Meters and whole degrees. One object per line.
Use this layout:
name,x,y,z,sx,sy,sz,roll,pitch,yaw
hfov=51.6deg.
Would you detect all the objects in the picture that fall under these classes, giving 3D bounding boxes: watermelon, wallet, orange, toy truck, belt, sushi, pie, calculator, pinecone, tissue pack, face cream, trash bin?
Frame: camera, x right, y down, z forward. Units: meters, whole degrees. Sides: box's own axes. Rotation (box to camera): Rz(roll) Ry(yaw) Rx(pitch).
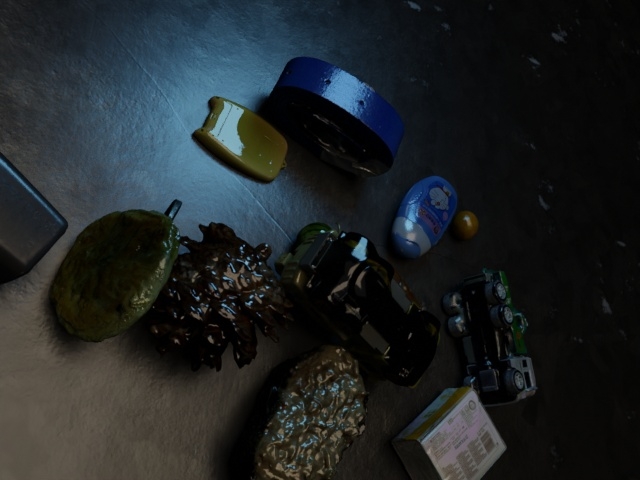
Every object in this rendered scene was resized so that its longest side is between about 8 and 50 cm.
watermelon,-0.005,0.005,1.554,0.109,0.109,0.109,11,68,-30
wallet,0.194,0.139,1.689,0.176,0.026,0.095,53,52,-7
orange,0.407,-0.041,1.861,0.085,0.085,0.085,11,68,-30
toy truck,0.079,0.151,1.472,0.405,0.254,0.181,48,64,-28
belt,0.039,-0.296,1.624,0.347,0.212,0.117,32,58,-16
sushi,-0.039,0.383,1.364,0.211,0.171,0.350,46,54,-10
pie,-0.381,0.052,1.214,0.078,0.277,0.277,54,48,-43
calculator,-0.175,-0.240,1.574,0.236,0.033,0.157,31,59,-23
pinecone,-0.202,0.122,1.299,0.296,0.242,0.298,-32,61,-22
tissue pack,0.307,0.487,1.580,0.225,0.124,0.185,-31,91,-37
face cream,0.270,-0.058,1.771,0.149,0.083,0.264,43,56,-10
toy truck,0.458,0.246,1.740,0.178,0.176,0.364,10,67,-43
trash bin,-0.596,-0.070,1.121,0.290,0.209,0.182,49,51,-25

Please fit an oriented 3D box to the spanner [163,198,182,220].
spanner,-0.361,0.044,1.316,0.040,0.095,0.325,36,58,-18
